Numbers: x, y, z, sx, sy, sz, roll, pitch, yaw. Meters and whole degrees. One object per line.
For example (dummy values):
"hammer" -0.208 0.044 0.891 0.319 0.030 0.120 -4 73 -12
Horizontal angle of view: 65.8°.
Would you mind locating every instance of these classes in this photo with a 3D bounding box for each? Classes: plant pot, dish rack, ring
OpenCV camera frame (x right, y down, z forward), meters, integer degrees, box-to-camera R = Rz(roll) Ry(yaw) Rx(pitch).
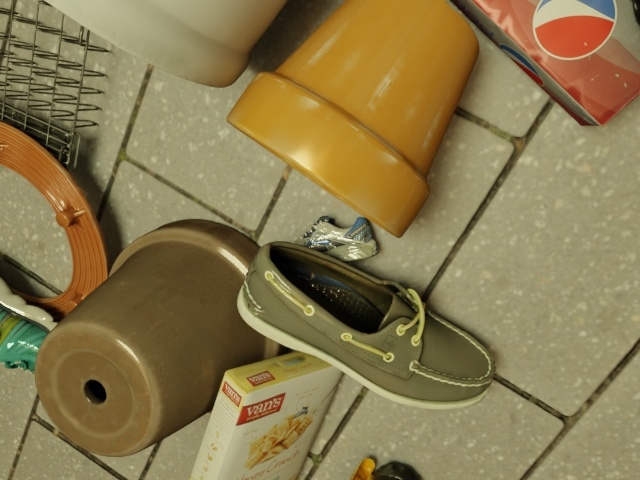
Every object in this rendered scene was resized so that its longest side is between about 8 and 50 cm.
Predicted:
"plant pot" -0.189 0.121 0.586 0.263 0.229 0.262 4 103 15
"dish rack" -0.366 -0.228 0.639 0.208 0.074 0.271 25 111 11
"ring" -0.446 -0.006 0.701 0.337 0.032 0.336 9 118 17
"plant pot" 0.046 -0.135 0.482 0.205 0.205 0.187 35 94 6

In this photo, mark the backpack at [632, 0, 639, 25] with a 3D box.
"backpack" 0.343 -0.242 0.313 0.277 0.213 0.263 -5 105 -4

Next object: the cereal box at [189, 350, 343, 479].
"cereal box" -0.071 0.249 0.613 0.047 0.173 0.240 35 114 35

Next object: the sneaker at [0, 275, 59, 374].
"sneaker" -0.456 0.139 0.693 0.275 0.110 0.107 38 123 -2

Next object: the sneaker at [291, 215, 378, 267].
"sneaker" 0.000 0.000 0.600 0.136 0.052 0.057 -9 91 11

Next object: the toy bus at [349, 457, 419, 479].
"toy bus" 0.094 0.424 0.635 0.220 0.149 0.211 32 126 9

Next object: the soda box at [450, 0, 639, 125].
"soda box" 0.194 -0.228 0.461 0.263 0.083 0.092 46 110 3

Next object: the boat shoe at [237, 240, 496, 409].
"boat shoe" 0.059 0.092 0.542 0.305 0.109 0.091 23 133 -2

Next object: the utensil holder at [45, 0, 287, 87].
"utensil holder" -0.088 -0.375 0.385 0.327 0.327 0.385 45 109 2
